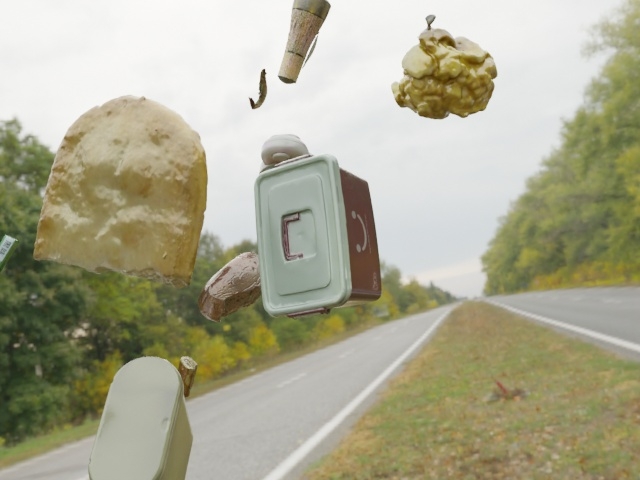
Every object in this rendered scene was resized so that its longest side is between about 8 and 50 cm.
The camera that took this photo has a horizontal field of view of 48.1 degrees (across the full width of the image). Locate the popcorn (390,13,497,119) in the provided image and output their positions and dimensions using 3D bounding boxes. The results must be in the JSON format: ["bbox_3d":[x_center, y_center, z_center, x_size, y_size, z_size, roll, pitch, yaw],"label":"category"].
[{"bbox_3d":[0.217,-0.278,1.252,0.194,0.140,0.163,7,-53,-49],"label":"popcorn"}]

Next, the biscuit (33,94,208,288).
[{"bbox_3d":[-0.446,-0.109,1.633,0.429,0.446,0.104,17,5,23],"label":"biscuit"}]

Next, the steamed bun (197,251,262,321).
[{"bbox_3d":[-0.200,0.111,1.675,0.175,0.106,0.145,-38,-5,-34],"label":"steamed bun"}]

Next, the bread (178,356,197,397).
[{"bbox_3d":[-0.298,0.301,1.580,0.047,0.083,0.036,34,28,31],"label":"bread"}]

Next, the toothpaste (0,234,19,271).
[{"bbox_3d":[-0.444,0.033,0.980,0.017,0.083,0.020,28,-9,0],"label":"toothpaste"}]

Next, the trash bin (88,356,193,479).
[{"bbox_3d":[-0.297,0.359,1.238,0.121,0.243,0.247,5,-35,2],"label":"trash bin"}]

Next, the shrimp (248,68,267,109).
[{"bbox_3d":[-0.184,-0.453,2.150,0.025,0.127,0.091,22,33,19],"label":"shrimp"}]

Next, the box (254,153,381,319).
[{"bbox_3d":[0.000,0.000,1.345,0.193,0.294,0.167,-12,-14,30],"label":"box"}]

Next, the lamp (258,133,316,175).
[{"bbox_3d":[-0.079,-0.175,1.873,0.179,0.108,0.246,-6,-33,11],"label":"lamp"}]

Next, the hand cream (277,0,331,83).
[{"bbox_3d":[-0.045,-0.442,1.580,0.084,0.203,0.084,19,2,-1],"label":"hand cream"}]
